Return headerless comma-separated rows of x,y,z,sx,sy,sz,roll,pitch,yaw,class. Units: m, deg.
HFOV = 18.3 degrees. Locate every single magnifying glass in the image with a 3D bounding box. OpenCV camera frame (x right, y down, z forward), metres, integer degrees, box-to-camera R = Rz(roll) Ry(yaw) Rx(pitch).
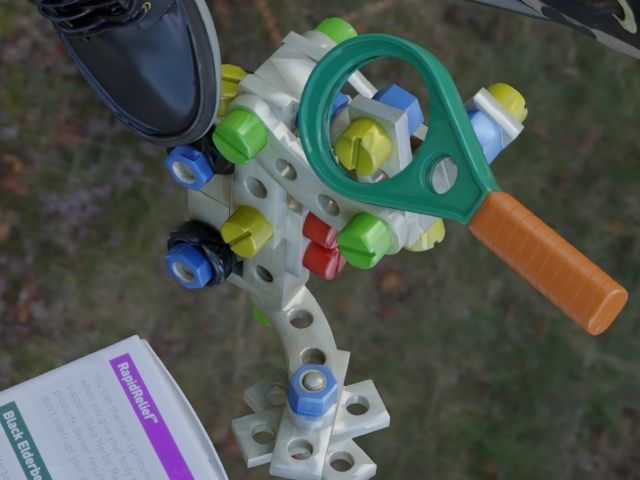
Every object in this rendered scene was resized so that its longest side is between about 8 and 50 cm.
0.073,-0.029,1.057,0.026,0.231,0.092,15,113,-53,magnifying glass

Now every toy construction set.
0.000,0.000,1.267,0.151,0.215,0.327,-41,153,-46,toy construction set

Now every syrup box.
-0.149,0.136,0.739,0.237,0.096,0.093,-22,150,-15,syrup box

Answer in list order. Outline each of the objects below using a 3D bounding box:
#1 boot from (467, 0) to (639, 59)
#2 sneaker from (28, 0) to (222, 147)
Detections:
0.060,-0.131,0.382,0.138,0.377,0.284,-50,159,-5,boot
-0.122,-0.126,1.019,0.118,0.083,0.222,-76,146,-59,sneaker
